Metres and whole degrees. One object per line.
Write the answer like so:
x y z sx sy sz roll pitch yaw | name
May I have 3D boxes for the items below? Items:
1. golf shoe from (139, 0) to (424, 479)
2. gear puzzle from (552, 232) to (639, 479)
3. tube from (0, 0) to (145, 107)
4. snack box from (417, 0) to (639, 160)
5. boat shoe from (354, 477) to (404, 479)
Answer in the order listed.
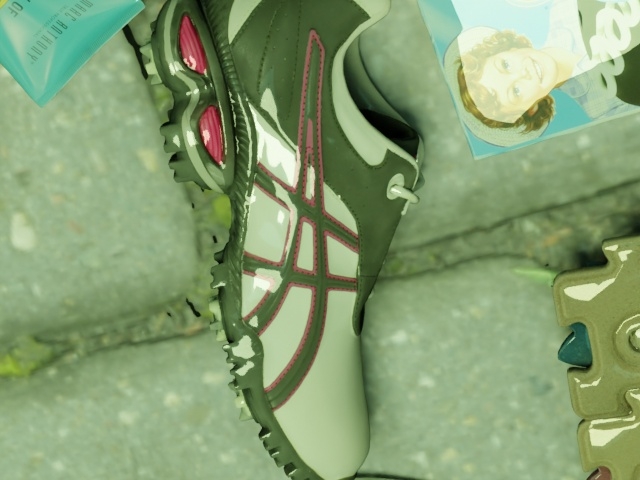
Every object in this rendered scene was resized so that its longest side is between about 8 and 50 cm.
0.000 0.000 0.901 0.120 0.105 0.273 -11 109 6 | golf shoe
0.289 0.054 0.907 0.339 0.044 0.175 -9 107 10 | gear puzzle
-0.186 -0.162 0.901 0.207 0.052 0.080 44 118 -14 | tube
0.106 -0.213 0.821 0.187 0.060 0.322 -17 107 15 | snack box
0.110 0.226 0.970 0.305 0.091 0.109 28 112 -2 | boat shoe
